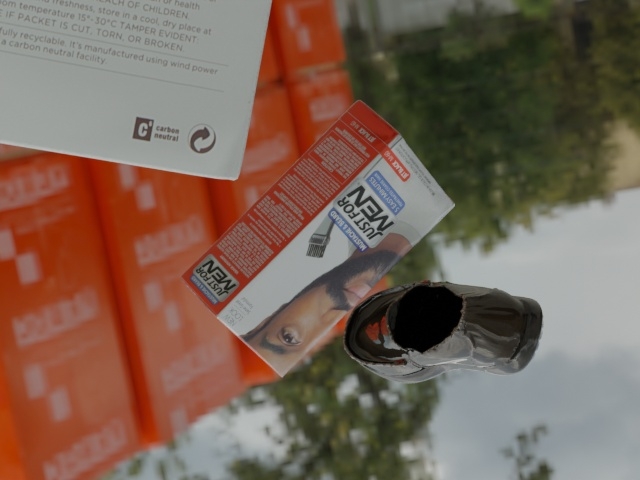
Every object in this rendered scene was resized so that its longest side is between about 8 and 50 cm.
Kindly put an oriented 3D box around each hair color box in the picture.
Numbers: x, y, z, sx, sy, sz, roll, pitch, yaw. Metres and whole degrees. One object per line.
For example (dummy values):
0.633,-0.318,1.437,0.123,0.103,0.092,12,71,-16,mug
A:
0.000,0.000,1.158,0.167,0.093,0.053,-44,-132,-1,hair color box

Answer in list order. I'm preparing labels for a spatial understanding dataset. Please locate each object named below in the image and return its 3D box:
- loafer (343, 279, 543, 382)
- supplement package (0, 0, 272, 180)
0.080,0.060,1.355,0.078,0.080,0.220,24,161,-29,loafer
-0.117,-0.137,0.508,0.194,0.203,0.149,9,-175,-24,supplement package
